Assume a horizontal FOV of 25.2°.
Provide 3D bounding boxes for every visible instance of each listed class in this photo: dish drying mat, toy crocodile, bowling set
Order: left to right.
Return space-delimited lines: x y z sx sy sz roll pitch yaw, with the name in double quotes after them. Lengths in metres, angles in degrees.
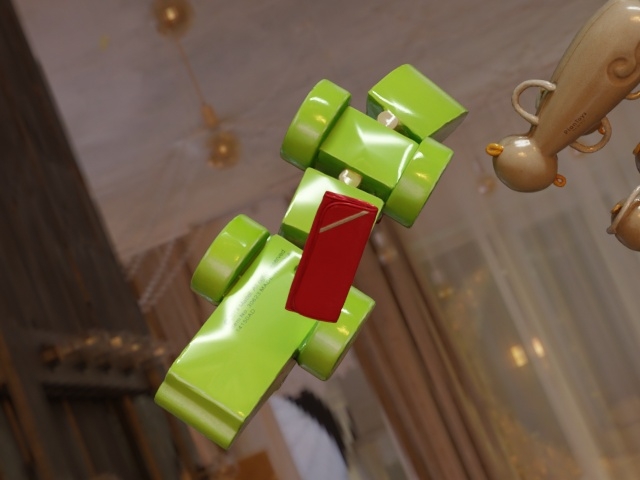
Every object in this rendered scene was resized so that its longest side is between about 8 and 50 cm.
0.000 0.000 1.009 0.340 0.115 0.105 -58 -6 -28 "toy crocodile"
0.005 0.011 0.786 0.032 0.008 0.083 15 -55 -6 "dish drying mat"
0.250 -0.090 1.055 0.154 0.287 0.200 -53 23 23 "bowling set"
